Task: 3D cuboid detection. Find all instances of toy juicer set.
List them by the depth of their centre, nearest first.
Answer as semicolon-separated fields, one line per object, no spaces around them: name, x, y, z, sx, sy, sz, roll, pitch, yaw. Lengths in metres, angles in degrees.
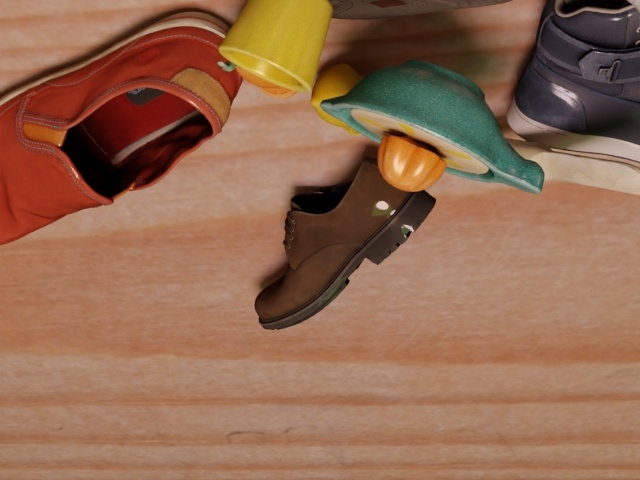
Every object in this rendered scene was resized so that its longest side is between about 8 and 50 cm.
toy juicer set;0.066;-0.080;0.861;0.329;0.209;0.090;24;86;-14

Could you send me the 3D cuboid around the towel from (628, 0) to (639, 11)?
towel;0.247;-0.306;0.617;0.320;0.090;0.374;39;134;-13

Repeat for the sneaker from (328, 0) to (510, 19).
sneaker;0.043;-0.228;0.817;0.222;0.118;0.083;3;180;30

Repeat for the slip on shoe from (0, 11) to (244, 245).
slip on shoe;-0.205;-0.074;0.942;0.331;0.101;0.123;-25;130;25

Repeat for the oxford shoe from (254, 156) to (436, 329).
oxford shoe;0.000;0.000;1.034;0.096;0.083;0.227;40;124;-8

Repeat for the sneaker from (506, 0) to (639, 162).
sneaker;0.273;-0.139;0.876;0.226;0.086;0.163;6;136;-2
